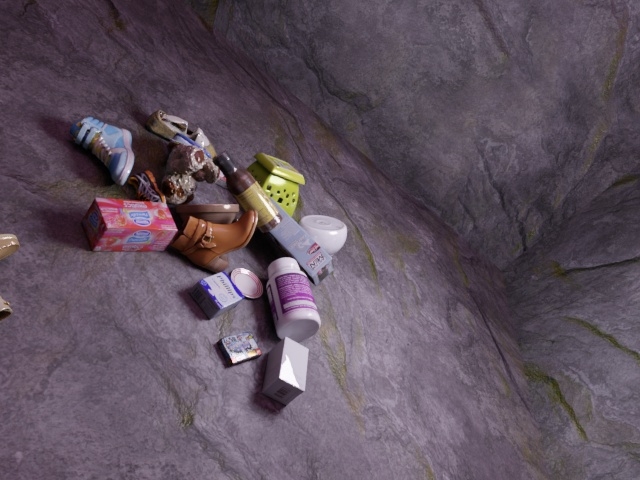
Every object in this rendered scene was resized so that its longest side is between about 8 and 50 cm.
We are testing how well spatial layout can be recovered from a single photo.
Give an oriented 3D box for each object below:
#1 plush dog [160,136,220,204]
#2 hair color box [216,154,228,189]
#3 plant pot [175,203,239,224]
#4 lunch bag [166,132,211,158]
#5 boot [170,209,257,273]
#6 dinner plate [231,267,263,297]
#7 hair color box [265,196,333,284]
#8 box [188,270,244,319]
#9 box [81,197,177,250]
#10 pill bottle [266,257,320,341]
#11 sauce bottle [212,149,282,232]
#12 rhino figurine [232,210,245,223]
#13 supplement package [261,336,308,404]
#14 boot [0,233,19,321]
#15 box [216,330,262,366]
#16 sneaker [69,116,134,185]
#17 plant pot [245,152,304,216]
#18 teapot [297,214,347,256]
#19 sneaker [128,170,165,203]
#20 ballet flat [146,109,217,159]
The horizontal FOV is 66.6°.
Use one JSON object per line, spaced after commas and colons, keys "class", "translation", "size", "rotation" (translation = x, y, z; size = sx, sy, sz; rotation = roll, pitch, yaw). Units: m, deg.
{"class": "plush dog", "translation": [-0.533, -0.246, 1.860], "size": [0.211, 0.225, 0.262], "rotation": [22, -5, 10]}
{"class": "hair color box", "translation": [-0.445, -0.314, 2.246], "size": [0.093, 0.053, 0.167], "rotation": [27, 34, -29]}
{"class": "plant pot", "translation": [-0.427, -0.083, 1.857], "size": [0.237, 0.237, 0.109], "rotation": [-6, 95, -54]}
{"class": "lunch bag", "translation": [-0.548, -0.365, 2.050], "size": [0.176, 0.090, 0.219], "rotation": [35, -8, -12]}
{"class": "boot", "translation": [-0.379, -0.036, 1.750], "size": [0.220, 0.283, 0.109], "rotation": [36, 9, -28]}
{"class": "dinner plate", "translation": [-0.283, 0.166, 1.859], "size": [0.141, 0.017, 0.141], "rotation": [31, 32, -22]}
{"class": "hair color box", "translation": [-0.114, 0.008, 2.048], "size": [0.374, 0.113, 0.185], "rotation": [44, -10, 16]}
{"class": "box", "translation": [-0.357, 0.187, 1.684], "size": [0.126, 0.072, 0.137], "rotation": [50, 29, 10]}
{"class": "box", "translation": [-0.623, -0.048, 1.605], "size": [0.257, 0.122, 0.128], "rotation": [2, 50, -50]}
{"class": "pill bottle", "translation": [-0.113, 0.216, 1.849], "size": [0.169, 0.169, 0.301], "rotation": [19, 38, -37]}
{"class": "sauce bottle", "translation": [-0.284, -0.191, 1.885], "size": [0.344, 0.111, 0.111], "rotation": [55, 26, -17]}
{"class": "rhino figurine", "translation": [-0.344, -0.080, 2.048], "size": [0.106, 0.073, 0.243], "rotation": [50, 28, 5]}
{"class": "supplement package", "translation": [-0.115, 0.434, 1.629], "size": [0.105, 0.105, 0.179], "rotation": [33, 32, -18]}
{"class": "boot", "translation": [-0.817, 0.103, 1.196], "size": [0.203, 0.095, 0.262], "rotation": [44, 31, 2]}
{"class": "box", "translation": [-0.267, 0.358, 1.618], "size": [0.137, 0.027, 0.094], "rotation": [-4, 55, -53]}
{"class": "sneaker", "translation": [-0.796, -0.329, 1.760], "size": [0.208, 0.127, 0.319], "rotation": [21, 27, -38]}
{"class": "plant pot", "translation": [-0.222, -0.264, 2.237], "size": [0.227, 0.207, 0.228], "rotation": [16, 20, -41]}
{"class": "teapot", "translation": [0.000, 0.000, 2.268], "size": [0.256, 0.187, 0.252], "rotation": [-3, 24, -26]}
{"class": "sneaker", "translation": [-0.637, -0.164, 1.799], "size": [0.083, 0.084, 0.215], "rotation": [-15, 60, -39]}
{"class": "ballet flat", "translation": [-0.604, -0.477, 2.199], "size": [0.349, 0.123, 0.123], "rotation": [25, 34, -31]}
